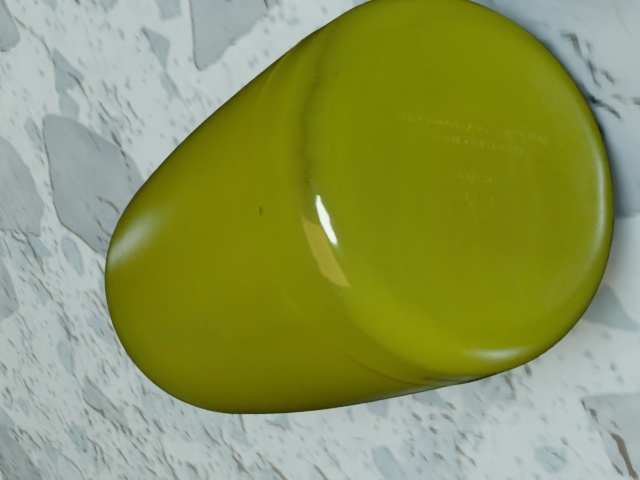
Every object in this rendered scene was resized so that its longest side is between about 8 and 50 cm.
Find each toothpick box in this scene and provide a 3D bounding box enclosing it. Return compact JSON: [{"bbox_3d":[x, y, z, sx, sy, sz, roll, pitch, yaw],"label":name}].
[{"bbox_3d":[0.000,0.000,0.793,0.175,0.175,0.271,60,147,-3],"label":"toothpick box"}]
